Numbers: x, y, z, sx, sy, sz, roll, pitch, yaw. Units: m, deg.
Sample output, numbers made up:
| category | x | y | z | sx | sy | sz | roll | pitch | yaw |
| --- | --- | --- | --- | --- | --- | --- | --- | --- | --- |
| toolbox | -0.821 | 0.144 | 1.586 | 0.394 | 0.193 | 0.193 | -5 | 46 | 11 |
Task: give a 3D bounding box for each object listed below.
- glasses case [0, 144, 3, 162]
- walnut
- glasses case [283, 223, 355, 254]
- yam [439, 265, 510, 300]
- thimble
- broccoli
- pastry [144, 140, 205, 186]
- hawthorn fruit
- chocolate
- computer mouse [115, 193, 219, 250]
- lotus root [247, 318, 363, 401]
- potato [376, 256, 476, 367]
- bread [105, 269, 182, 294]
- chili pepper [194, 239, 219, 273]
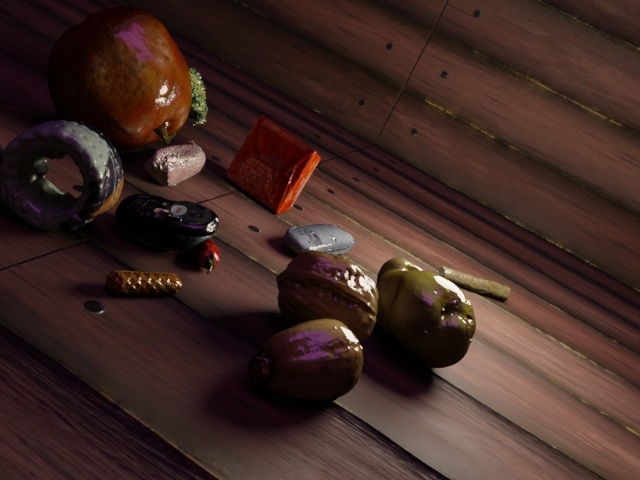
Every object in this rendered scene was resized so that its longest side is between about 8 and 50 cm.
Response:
| category | x | y | z | sx | sy | sz | roll | pitch | yaw |
| --- | --- | --- | --- | --- | --- | --- | --- | --- | --- |
| glasses case | -0.801 | -0.182 | 1.176 | 0.337 | 0.144 | 0.076 | 23 | 23 | -12 |
| walnut | 0.016 | 0.126 | 1.349 | 0.245 | 0.198 | 0.198 | 24 | 22 | -10 |
| glasses case | 0.000 | 0.000 | 1.780 | 0.109 | 0.067 | 0.282 | 40 | 26 | 25 |
| yam | 0.517 | 0.144 | 2.060 | 0.274 | 0.061 | 0.061 | 17 | 24 | -21 |
| thimble | -0.541 | -0.133 | 1.271 | 0.237 | 0.237 | 0.150 | 25 | 19 | -5 |
| broccoli | -0.536 | -0.495 | 2.045 | 0.375 | 0.249 | 0.302 | 18 | 20 | -36 |
| pastry | -0.411 | -0.227 | 1.784 | 0.112 | 0.103 | 0.265 | 33 | 23 | -4 |
| hawthorn fruit | -0.549 | -0.432 | 1.744 | 0.403 | 0.402 | 0.403 | 23 | 22 | -10 |
| chocolate | -0.143 | -0.235 | 1.937 | 0.237 | 0.234 | 0.108 | 35 | 12 | 21 |
| computer mouse | -0.353 | -0.037 | 1.416 | 0.233 | 0.096 | 0.137 | 13 | 22 | 3 |
| lotus root | -0.010 | 0.230 | 1.162 | 0.257 | 0.140 | 0.154 | -4 | 76 | -36 |
| potato | 0.240 | 0.163 | 1.507 | 0.218 | 0.202 | 0.351 | 29 | 11 | -27 |
| bread | -0.349 | 0.084 | 1.220 | 0.157 | 0.044 | 0.052 | 6 | 24 | -44 |
| chili pepper | -0.264 | 0.028 | 1.436 | 0.059 | 0.050 | 0.191 | 1 | 22 | -17 |
